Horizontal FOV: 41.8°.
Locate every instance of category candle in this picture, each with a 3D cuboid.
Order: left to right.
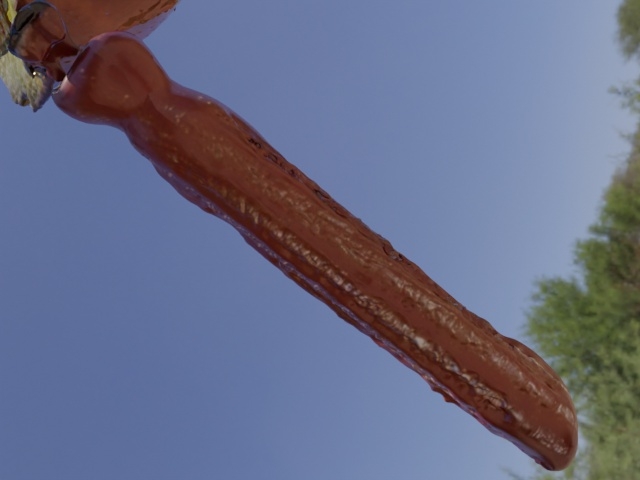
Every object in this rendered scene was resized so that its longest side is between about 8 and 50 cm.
[{"bbox_3d":[0.000,0.000,0.401,0.051,0.329,0.048,-56,9,-31],"label":"candle"}]

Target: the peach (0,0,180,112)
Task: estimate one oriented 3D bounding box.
[{"bbox_3d":[-0.304,-0.347,0.932,0.339,0.416,0.353,59,-154,2],"label":"peach"}]

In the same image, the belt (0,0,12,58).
[{"bbox_3d":[-0.363,-0.173,0.643,0.207,0.294,0.161,-58,-33,-48],"label":"belt"}]
